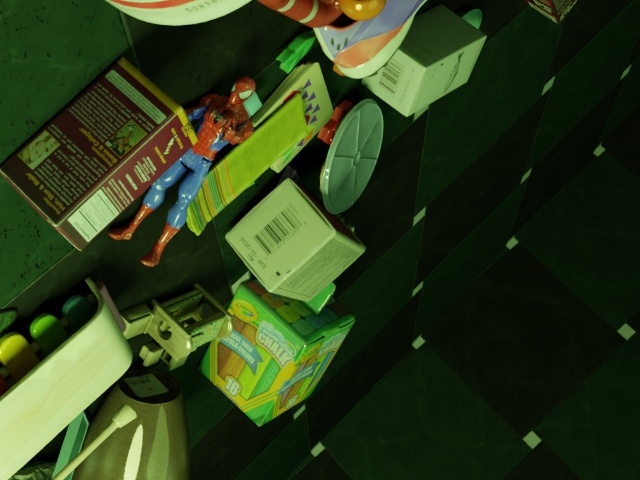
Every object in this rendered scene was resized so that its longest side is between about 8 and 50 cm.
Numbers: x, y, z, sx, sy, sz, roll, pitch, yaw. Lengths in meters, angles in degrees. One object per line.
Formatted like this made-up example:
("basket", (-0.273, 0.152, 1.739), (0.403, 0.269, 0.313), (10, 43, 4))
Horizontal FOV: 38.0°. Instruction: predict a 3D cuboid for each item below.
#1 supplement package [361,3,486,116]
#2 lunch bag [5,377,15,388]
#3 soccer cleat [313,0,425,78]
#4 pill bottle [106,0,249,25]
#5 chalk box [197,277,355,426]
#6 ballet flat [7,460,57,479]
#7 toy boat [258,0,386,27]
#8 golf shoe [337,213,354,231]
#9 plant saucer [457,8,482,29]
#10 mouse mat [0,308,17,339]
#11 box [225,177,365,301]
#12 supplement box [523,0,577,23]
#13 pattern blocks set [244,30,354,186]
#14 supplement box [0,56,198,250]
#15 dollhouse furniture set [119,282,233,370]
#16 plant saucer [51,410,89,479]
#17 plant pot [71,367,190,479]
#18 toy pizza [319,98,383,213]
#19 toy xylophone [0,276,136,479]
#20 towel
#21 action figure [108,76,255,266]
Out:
("supplement package", (0.173, -0.301, 1.543), (0.179, 0.105, 0.105), (-34, 154, -38))
("lunch bag", (-0.418, 0.226, 1.320), (0.071, 0.053, 0.083), (-34, 144, -37))
("soccer cleat", (0.108, -0.378, 1.286), (0.318, 0.109, 0.116), (-54, 138, -2))
("pill bottle", (-0.167, -0.318, 0.612), (0.229, 0.229, 0.408), (-51, 160, 5))
("chalk box", (-0.072, 0.174, 1.776), (0.179, 0.180, 0.288), (-21, 145, -53))
("ballet flat", (-0.517, 0.451, 1.402), (0.147, 0.147, 0.409), (-56, 160, 18))
("toy boat", (0.016, -0.319, 1.112), (0.151, 0.151, 0.231), (-56, 159, 15))
("golf shoe", (0.000, 0.000, 1.785), (0.086, 0.069, 0.176), (-51, 160, 20))
("plant saucer", (0.248, -0.374, 1.694), (0.119, 0.021, 0.119), (-41, 158, -20))
("mouse mat", (-0.471, 0.170, 1.175), (0.153, 0.007, 0.189), (-14, 139, -58))
("box", (-0.037, 0.004, 1.578), (0.149, 0.127, 0.232), (-42, 165, 5))
("supplement box", (0.373, -0.474, 1.622), (0.073, 0.130, 0.239), (-53, 159, 9))
("pattern blocks set", (-0.045, -0.184, 1.409), (0.285, 0.026, 0.325), (-44, 160, -16))
("supplement box", (-0.244, -0.096, 1.034), (0.188, 0.104, 0.081), (-45, 160, -11))
("dollhouse furniture set", (-0.254, 0.181, 1.512), (0.182, 0.101, 0.161), (-22, 146, -52))
("plant saucer", (-0.408, 0.365, 1.488), (0.067, 0.018, 0.192), (97, 3, -57))
("plant pot", (-0.311, 0.341, 1.579), (0.215, 0.215, 0.230), (-20, 130, -54))
("toy pizza", (0.047, -0.142, 1.553), (0.201, 0.032, 0.201), (-49, 151, -39))
("toy xylophone", (-0.373, 0.215, 1.246), (0.323, 0.081, 0.236), (-37, 136, -33))
("towel", (-0.106, -0.110, 1.342), (0.237, 0.021, 0.102), (-44, 160, -16))
("action figure", (-0.178, -0.095, 1.184), (0.280, 0.091, 0.139), (-53, 172, 10))
